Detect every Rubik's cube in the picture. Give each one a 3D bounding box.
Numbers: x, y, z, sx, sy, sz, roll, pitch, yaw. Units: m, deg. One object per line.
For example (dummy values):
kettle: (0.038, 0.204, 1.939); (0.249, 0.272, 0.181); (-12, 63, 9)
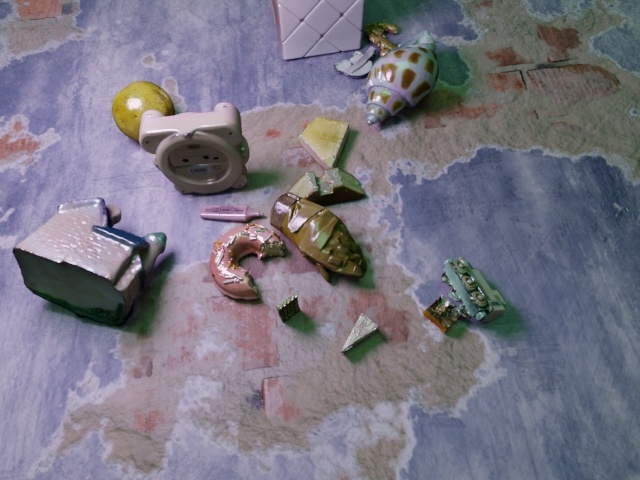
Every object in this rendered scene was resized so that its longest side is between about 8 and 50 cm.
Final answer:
Rubik's cube: (-0.024, -0.907, 1.650); (0.321, 0.319, 0.316); (-12, 62, -5)

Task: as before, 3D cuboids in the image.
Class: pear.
pear: (-0.576, -0.418, 1.493); (0.197, 0.197, 0.198); (-1, 63, 1)

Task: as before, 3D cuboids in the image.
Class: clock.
clock: (-0.352, -0.256, 1.327); (0.283, 0.310, 0.114); (-8, 64, -2)

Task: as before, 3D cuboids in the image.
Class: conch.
conch: (0.265, -0.549, 1.527); (0.367, 0.197, 0.249); (-33, 34, -17)

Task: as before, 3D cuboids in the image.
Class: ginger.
ginger: (0.234, -0.765, 1.720); (0.176, 0.053, 0.193); (29, 59, 15)

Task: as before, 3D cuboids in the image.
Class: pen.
pen: (-0.272, -0.085, 1.393); (0.196, 0.032, 0.053); (2, 62, 4)

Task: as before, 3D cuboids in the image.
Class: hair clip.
hair clip: (0.139, -0.653, 1.666); (0.172, 0.049, 0.116); (-43, 64, -15)

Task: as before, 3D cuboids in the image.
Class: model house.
model house: (-0.599, 0.037, 1.240); (0.298, 0.243, 0.285); (22, 50, -1)

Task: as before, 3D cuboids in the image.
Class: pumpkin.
pumpkin: (0.331, 0.195, 1.217); (0.074, 0.054, 0.083); (-38, 64, -22)

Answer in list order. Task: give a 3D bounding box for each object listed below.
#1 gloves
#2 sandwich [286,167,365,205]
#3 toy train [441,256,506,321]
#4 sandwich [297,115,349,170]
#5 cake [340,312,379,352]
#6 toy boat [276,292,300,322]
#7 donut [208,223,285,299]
gloves: (-0.003, -0.008, 1.284); (0.331, 0.141, 0.154); (38, 69, 19)
sandwich: (0.014, -0.166, 1.394); (0.244, 0.088, 0.090); (-11, 59, -4)
toy train: (0.409, 0.130, 1.225); (0.125, 0.081, 0.194); (4, 48, -32)
sandwich: (-0.005, -0.320, 1.495); (0.162, 0.058, 0.193); (14, 66, 11)
cake: (0.090, 0.251, 1.198); (0.121, 0.052, 0.065); (-35, 72, -14)
toy boat: (-0.084, 0.181, 1.202); (0.063, 0.115, 0.016); (-35, 66, -15)
donut: (-0.223, 0.046, 1.295); (0.198, 0.085, 0.233); (21, 64, 13)
